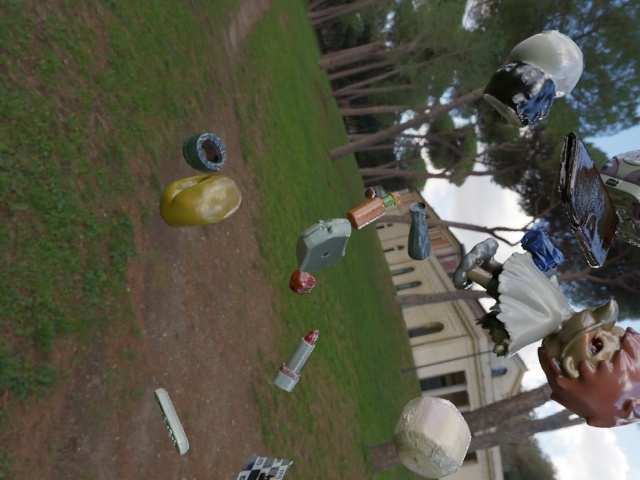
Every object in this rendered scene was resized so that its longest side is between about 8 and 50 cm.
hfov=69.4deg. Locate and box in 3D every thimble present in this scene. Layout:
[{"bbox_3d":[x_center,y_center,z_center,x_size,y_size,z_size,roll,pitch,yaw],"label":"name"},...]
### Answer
[{"bbox_3d":[-0.394,-0.300,1.571,0.135,0.090,0.118,45,58,-45],"label":"thimble"}]

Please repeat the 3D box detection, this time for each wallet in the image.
[{"bbox_3d":[0.463,-0.055,0.798,0.255,0.031,0.137,38,65,-37],"label":"wallet"}]

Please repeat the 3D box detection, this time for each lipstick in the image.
[{"bbox_3d":[-0.059,0.323,1.282,0.063,0.186,0.057,32,4,-8],"label":"lipstick"}]

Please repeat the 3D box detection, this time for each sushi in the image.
[{"bbox_3d":[-0.128,0.534,0.930,0.192,0.040,0.210,-59,148,-17],"label":"sushi"}]

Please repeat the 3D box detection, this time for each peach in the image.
[{"bbox_3d":[-0.372,-0.120,1.423,0.251,0.252,0.153,-95,167,-65],"label":"peach"}]

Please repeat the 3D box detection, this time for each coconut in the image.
[{"bbox_3d":[0.331,0.569,1.375,0.224,0.225,0.233,74,33,-41],"label":"coconut"}]

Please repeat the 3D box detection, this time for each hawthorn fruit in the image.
[{"bbox_3d":[-0.060,0.142,1.561,0.093,0.093,0.092,-13,90,-86],"label":"hawthorn fruit"}]

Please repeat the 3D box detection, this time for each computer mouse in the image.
[{"bbox_3d":[0.000,0.000,0.781,0.056,0.089,0.181,63,-15,17],"label":"computer mouse"}]

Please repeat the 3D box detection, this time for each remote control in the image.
[{"bbox_3d":[-0.473,0.570,1.468,0.221,0.042,0.078,58,-35,22],"label":"remote control"}]

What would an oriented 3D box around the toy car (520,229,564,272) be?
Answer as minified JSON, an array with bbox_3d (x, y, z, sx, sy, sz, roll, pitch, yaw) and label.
[{"bbox_3d":[0.800,0.027,1.688,0.063,0.103,0.216,47,21,-29],"label":"toy car"}]

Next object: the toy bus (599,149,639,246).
[{"bbox_3d":[0.654,-0.083,0.926,0.202,0.142,0.142,44,7,-27],"label":"toy bus"}]

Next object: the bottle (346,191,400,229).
[{"bbox_3d":[0.175,-0.102,1.483,0.069,0.187,0.069,53,-19,27],"label":"bottle"}]

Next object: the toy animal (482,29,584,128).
[{"bbox_3d":[0.634,-0.481,1.382,0.213,0.266,0.212,42,7,-7],"label":"toy animal"}]

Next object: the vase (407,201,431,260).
[{"bbox_3d":[0.343,-0.034,1.617,0.086,0.086,0.214,-98,176,-51],"label":"vase"}]

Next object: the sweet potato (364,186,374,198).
[{"bbox_3d":[0.167,-0.160,1.573,0.095,0.034,0.034,97,-19,-79],"label":"sweet potato"}]

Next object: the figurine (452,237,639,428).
[{"bbox_3d":[0.364,0.145,0.649,0.387,0.207,0.166,42,-53,27],"label":"figurine"}]
